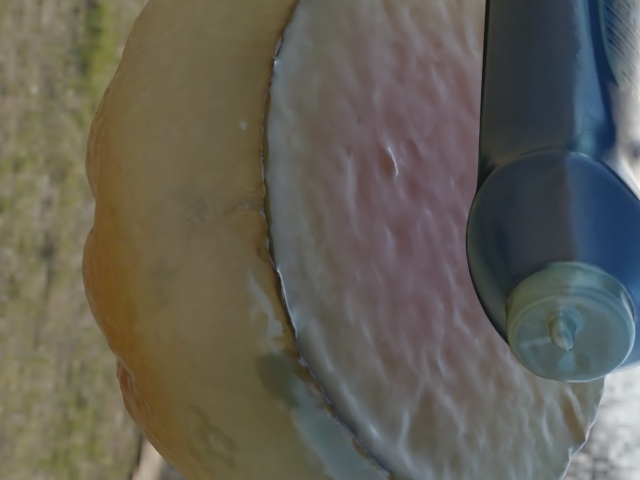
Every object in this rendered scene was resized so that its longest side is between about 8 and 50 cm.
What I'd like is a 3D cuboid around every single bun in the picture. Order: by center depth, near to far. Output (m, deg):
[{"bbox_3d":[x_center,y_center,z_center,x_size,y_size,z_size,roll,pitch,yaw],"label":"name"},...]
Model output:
[{"bbox_3d":[0.000,0.000,0.879,0.299,0.165,0.298,16,69,-51],"label":"bun"}]

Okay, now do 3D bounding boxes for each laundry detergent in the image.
[{"bbox_3d":[0.080,-0.028,0.590,0.206,0.061,0.096,-79,154,-52],"label":"laundry detergent"}]
